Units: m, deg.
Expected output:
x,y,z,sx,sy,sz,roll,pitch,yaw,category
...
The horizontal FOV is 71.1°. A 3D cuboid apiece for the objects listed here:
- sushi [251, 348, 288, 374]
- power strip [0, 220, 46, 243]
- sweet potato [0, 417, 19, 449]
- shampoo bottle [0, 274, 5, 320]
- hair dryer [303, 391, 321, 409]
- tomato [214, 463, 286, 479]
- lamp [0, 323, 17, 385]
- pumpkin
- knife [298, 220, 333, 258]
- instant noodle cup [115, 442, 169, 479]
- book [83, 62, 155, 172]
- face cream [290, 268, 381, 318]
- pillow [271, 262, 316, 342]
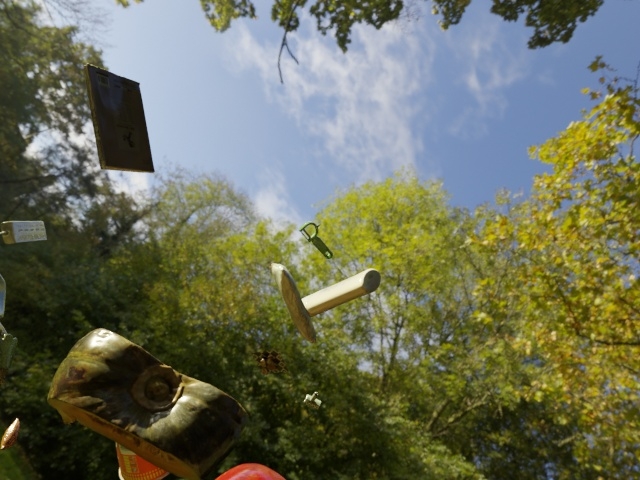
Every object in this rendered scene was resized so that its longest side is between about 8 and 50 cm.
x,y,z,sx,sy,sz,roll,pitch,yaw,category
-0.205,0.496,1.794,0.126,0.026,0.120,-14,-67,22,sushi
-0.854,-0.025,1.291,0.253,0.027,0.060,-164,-114,-80,power strip
-0.838,0.527,1.214,0.095,0.034,0.034,-99,178,-55,sweet potato
-0.546,0.103,0.474,0.134,0.360,0.078,89,-19,-56,shampoo bottle
-0.021,0.610,1.729,0.063,0.037,0.124,25,-41,3,hair dryer
-0.182,0.691,1.047,0.293,0.289,0.325,38,-11,13,tomato
-0.831,0.255,0.976,0.250,0.250,0.284,45,-21,16,lamp
-0.290,0.287,0.764,0.318,0.139,0.221,27,-37,-4,pumpkin
-0.001,0.000,1.204,0.015,0.054,0.212,40,-5,32,knife
-0.516,0.555,1.297,0.193,0.193,0.211,13,-62,48,instant noodle cup
-0.362,-0.214,0.814,0.014,0.127,0.181,-9,-89,21,book
0.055,0.210,1.696,0.349,0.174,0.081,-27,-91,31,face cream
-0.071,0.166,1.210,0.229,0.051,0.128,66,-14,-9,pillow
